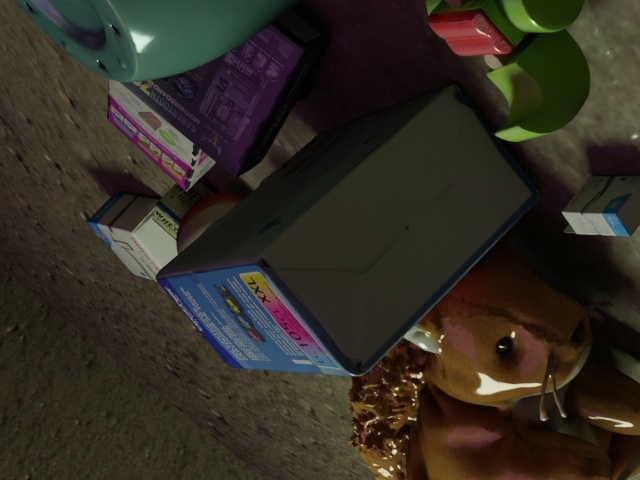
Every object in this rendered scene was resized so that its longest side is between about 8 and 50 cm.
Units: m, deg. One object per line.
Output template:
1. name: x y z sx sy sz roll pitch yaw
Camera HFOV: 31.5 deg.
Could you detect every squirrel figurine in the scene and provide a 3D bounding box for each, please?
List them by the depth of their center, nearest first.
1. squirrel figurine: 0.155 0.154 1.232 0.397 0.281 0.370 20 144 42

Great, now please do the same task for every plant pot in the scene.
1. plant pot: -0.139 -0.274 0.939 0.293 0.235 0.293 37 159 17

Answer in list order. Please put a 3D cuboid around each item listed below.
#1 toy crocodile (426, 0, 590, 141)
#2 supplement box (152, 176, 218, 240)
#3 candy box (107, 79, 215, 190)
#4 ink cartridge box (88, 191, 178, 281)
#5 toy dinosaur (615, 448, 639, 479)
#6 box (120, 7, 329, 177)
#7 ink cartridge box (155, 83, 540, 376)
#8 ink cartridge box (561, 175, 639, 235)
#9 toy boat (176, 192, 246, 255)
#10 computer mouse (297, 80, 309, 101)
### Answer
1. toy crocodile: 0.088 -0.220 0.809 0.115 0.105 0.340 10 142 57
2. supplement box: -0.209 -0.055 1.749 0.056 0.083 0.083 41 159 1
3. candy box: -0.203 -0.175 1.507 0.159 0.071 0.233 42 161 2
4. ink cartridge box: -0.312 -0.002 2.051 0.148 0.086 0.203 53 159 -26
5. toy dinosaur: 0.354 0.183 1.105 0.092 0.183 0.053 34 -166 -21
6. box: -0.127 -0.207 1.194 0.232 0.059 0.183 39 127 10
7. ink cartridge box: 0.000 0.000 1.187 0.151 0.270 0.395 53 159 -13
8. ink cartridge box: 0.245 -0.031 0.985 0.028 0.048 0.083 51 158 -22
9. toy boat: -0.125 0.018 1.706 0.231 0.151 0.151 59 -177 -39
10. computer mouse: -0.130 -0.214 1.304 0.262 0.060 0.184 39 159 10
